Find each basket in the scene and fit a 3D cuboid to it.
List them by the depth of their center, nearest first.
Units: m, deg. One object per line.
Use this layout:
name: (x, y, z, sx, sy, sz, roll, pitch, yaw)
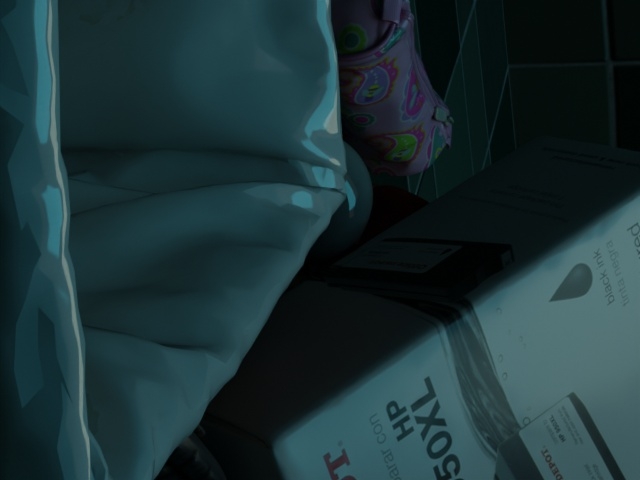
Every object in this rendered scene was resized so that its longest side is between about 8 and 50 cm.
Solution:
basket: (-0.154, -0.116, 0.554, 0.331, 0.266, 0.328, -53, 140, -68)

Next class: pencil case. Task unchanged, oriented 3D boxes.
pencil case: (0.055, -0.164, 1.757, 0.284, 0.124, 0.124, 59, 32, -63)

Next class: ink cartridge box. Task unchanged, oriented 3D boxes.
ink cartridge box: (0.107, 0.142, 1.271, 0.395, 0.166, 0.286, -32, 116, -28)

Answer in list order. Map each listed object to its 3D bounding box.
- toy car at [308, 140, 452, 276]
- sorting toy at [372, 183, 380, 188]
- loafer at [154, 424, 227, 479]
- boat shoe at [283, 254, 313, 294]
toy car: (0.000, 0.000, 1.462, 0.238, 0.219, 0.210, 45, 42, -22)
sorting toy: (0.094, 0.106, 1.882, 0.127, 0.126, 0.366, -54, 140, -69)
loafer: (-0.125, 0.141, 1.016, 0.366, 0.133, 0.130, 83, -15, -63)
boat shoe: (-0.034, 0.099, 1.367, 0.123, 0.123, 0.342, -66, 146, -59)
